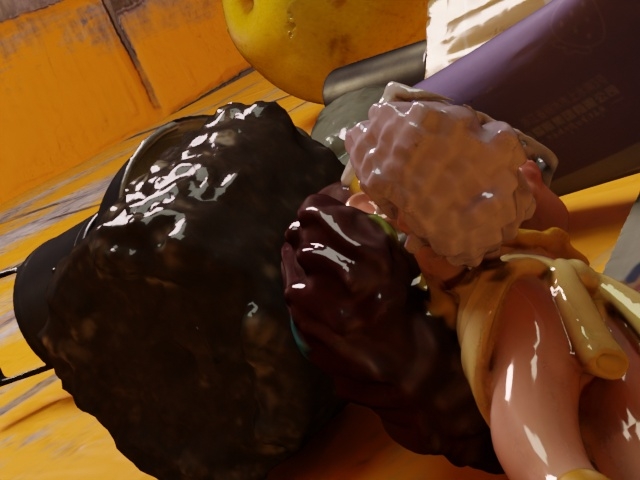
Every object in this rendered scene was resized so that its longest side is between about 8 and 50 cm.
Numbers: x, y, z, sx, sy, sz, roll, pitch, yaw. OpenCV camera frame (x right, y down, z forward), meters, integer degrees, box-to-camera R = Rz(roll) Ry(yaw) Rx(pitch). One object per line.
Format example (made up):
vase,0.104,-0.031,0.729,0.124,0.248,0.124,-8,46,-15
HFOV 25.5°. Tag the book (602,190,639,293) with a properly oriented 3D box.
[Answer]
book,0.230,-0.025,0.634,0.208,0.020,0.295,-21,11,25

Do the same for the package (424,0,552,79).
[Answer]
package,0.214,-0.159,0.924,0.311,0.165,0.221,-18,13,35

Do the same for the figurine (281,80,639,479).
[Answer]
figurine,0.065,0.025,0.470,0.116,0.174,0.240,-67,22,7

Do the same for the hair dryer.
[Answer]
hair dryer,0.149,-0.188,1.489,0.195,0.078,0.248,-12,11,43

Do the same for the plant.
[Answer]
plant,-0.002,-0.001,0.679,0.149,0.146,0.274,-30,2,39

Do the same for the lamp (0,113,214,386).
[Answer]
lamp,-0.113,0.022,0.916,0.172,0.147,0.227,-17,-4,-39

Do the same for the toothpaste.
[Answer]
toothpaste,0.093,-0.055,0.817,0.371,0.125,0.080,-21,30,54

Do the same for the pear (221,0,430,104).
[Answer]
pear,0.040,-0.312,1.769,0.285,0.285,0.336,-14,13,46
